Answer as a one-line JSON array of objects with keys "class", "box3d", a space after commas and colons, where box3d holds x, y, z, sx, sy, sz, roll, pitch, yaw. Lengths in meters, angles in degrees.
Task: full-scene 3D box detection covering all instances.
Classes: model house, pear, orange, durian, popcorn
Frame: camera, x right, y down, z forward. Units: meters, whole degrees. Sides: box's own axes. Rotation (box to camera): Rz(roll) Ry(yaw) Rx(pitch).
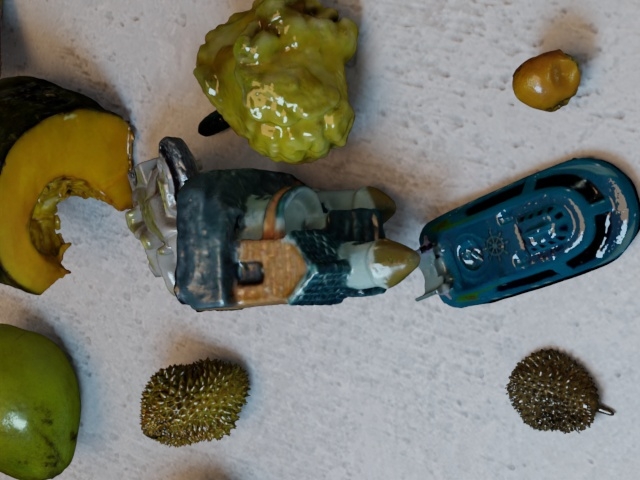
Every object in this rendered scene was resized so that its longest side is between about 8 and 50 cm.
[{"class": "model house", "box3d": [0.000, 0.000, 1.665, 0.291, 0.253, 0.184, 0, 89, 33]}, {"class": "pear", "box3d": [-0.491, 0.263, 2.160, 0.212, 0.212, 0.269, -24, 96, 40]}, {"class": "orange", "box3d": [0.257, -0.176, 1.510, 0.086, 0.086, 0.062, -23, 76, 40]}, {"class": "durian", "box3d": [0.286, 0.198, 1.641, 0.140, 0.071, 0.110, 17, 117, 26]}, {"class": "popcorn", "box3d": [-0.039, -0.210, 1.683, 0.200, 0.203, 0.226, 45, -178, -30]}, {"class": "durian", "box3d": [-0.191, 0.240, 1.963, 0.137, 0.168, 0.158, 58, 146, 20]}]

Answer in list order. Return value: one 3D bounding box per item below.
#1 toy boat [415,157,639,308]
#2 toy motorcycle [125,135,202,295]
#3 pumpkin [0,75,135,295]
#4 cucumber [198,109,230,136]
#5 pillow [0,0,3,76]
[{"class": "toy boat", "box3d": [0.235, 0.001, 1.594, 0.299, 0.092, 0.134, -24, 88, 41]}, {"class": "toy motorcycle", "box3d": [-0.194, -0.013, 1.835, 0.223, 0.107, 0.340, 70, 162, 1]}, {"class": "pumpkin", "box3d": [-0.437, -0.092, 1.951, 0.225, 0.303, 0.256, 12, 138, 40]}, {"class": "cucumber", "box3d": [-0.122, -0.172, 1.834, 0.133, 0.032, 0.032, -22, 92, 41]}, {"class": "pillow", "box3d": [-0.519, -0.317, 2.041, 0.118, 0.043, 0.185, -17, 70, 43]}]
